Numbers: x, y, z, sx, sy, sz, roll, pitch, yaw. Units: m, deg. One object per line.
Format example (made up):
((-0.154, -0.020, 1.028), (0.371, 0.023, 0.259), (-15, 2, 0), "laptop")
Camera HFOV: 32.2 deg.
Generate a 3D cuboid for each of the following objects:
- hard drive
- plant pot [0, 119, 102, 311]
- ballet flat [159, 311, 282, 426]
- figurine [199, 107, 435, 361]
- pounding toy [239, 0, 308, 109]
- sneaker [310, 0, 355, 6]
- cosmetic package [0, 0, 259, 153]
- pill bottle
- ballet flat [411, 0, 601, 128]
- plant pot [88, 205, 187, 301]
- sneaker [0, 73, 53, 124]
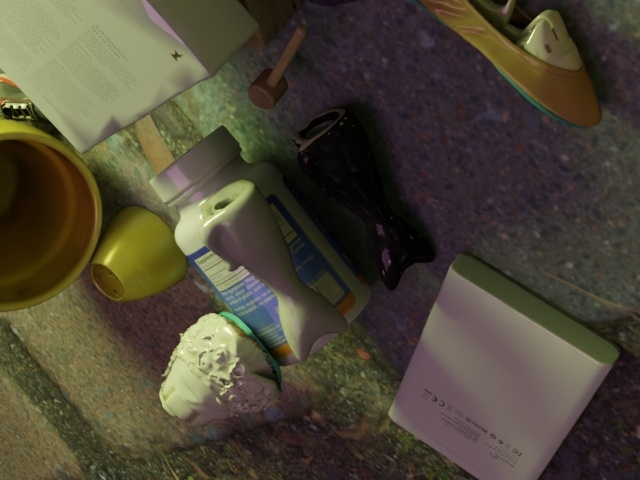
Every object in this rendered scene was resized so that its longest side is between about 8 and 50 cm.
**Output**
((0.204, 0.172, 1.311), (0.203, 0.040, 0.307), (33, 140, 15), "hard drive")
((-0.464, -0.057, 1.547), (0.239, 0.254, 0.254), (31, 145, 53), "plant pot")
((-0.142, 0.183, 1.432), (0.147, 0.147, 0.409), (46, 168, -1), "ballet flat")
((0.000, 0.000, 1.214), (0.209, 0.215, 0.092), (55, 168, -18), "figurine")
((-0.071, -0.245, 1.150), (0.181, 0.094, 0.206), (8, 136, 33), "pounding toy")
((-0.039, -0.346, 1.020), (0.124, 0.107, 0.283), (2, 118, 62), "sneaker")
((-0.280, -0.286, 1.112), (0.377, 0.097, 0.284), (49, 146, -18), "cosmetic package")
((-0.076, 0.003, 1.320), (0.272, 0.152, 0.152), (52, 141, -8), "pill bottle")
((0.170, -0.192, 0.992), (0.232, 0.080, 0.073), (39, 130, 7), "ballet flat")
((-0.270, 0.032, 1.564), (0.134, 0.095, 0.134), (24, 137, 25), "plant pot")
((-0.411, -0.180, 1.524), (0.158, 0.065, 0.061), (17, 134, 31), "sneaker")
